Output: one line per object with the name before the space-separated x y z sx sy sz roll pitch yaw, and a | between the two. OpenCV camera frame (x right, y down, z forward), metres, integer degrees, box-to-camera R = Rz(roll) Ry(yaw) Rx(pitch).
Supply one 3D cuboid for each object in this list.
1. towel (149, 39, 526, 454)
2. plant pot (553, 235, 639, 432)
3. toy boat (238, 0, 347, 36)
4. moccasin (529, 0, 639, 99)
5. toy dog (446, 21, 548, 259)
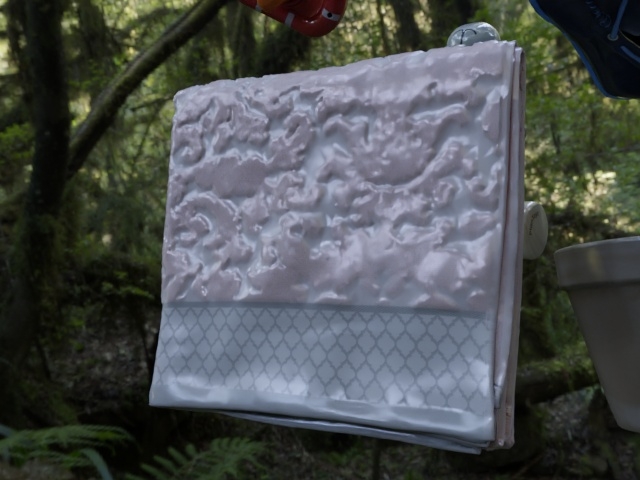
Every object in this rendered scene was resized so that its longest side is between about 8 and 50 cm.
towel | 0.000 0.000 0.568 0.332 0.316 0.053 -1 -10 26
plant pot | 0.539 0.139 1.009 0.324 0.280 0.323 -4 -7 -1
toy boat | -0.066 -0.443 1.170 0.151 0.231 0.151 -66 2 -49
moccasin | 0.322 -0.269 0.706 0.342 0.137 0.117 24 -6 -42
toy dog | 0.195 -0.109 0.910 0.220 0.333 0.161 -24 2 40
